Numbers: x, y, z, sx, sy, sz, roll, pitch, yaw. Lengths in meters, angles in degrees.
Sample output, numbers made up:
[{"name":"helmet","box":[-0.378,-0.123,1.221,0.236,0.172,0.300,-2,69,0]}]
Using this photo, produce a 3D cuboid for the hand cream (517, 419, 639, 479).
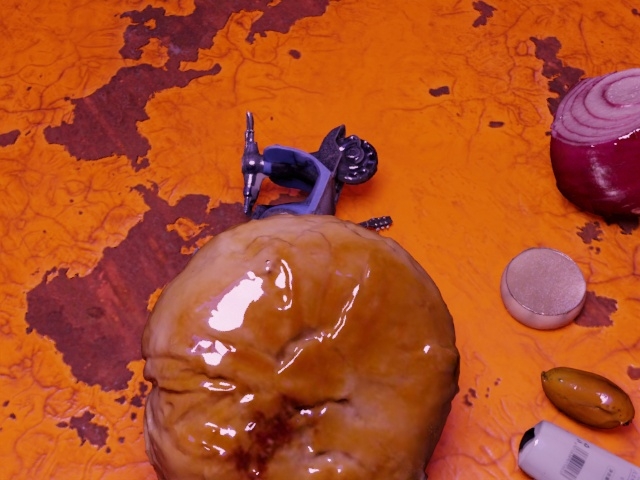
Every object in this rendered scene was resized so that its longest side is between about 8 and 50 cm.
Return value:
[{"name":"hand cream","box":[0.392,0.328,1.089,0.320,0.067,0.109,29,62,16]}]

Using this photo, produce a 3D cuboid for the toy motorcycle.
[{"name":"toy motorcycle","box":[-0.059,-0.035,1.284,0.212,0.125,0.359,17,63,13]}]

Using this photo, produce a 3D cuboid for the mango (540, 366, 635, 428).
[{"name":"mango","box":[0.350,0.204,1.161,0.127,0.077,0.063,22,56,25]}]

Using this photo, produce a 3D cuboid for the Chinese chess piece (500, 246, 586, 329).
[{"name":"Chinese chess piece","box":[0.320,0.069,1.274,0.122,0.051,0.122,-1,57,1]}]

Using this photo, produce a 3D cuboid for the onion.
[{"name":"onion","box":[0.469,-0.127,1.319,0.206,0.207,0.216,-53,25,-16]}]

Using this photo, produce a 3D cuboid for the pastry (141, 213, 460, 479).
[{"name":"pastry","box":[-0.027,0.165,1.058,0.409,0.245,0.410,0,89,-19]}]

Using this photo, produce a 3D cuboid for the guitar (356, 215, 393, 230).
[{"name":"guitar","box":[0.000,0.000,1.351,0.233,0.025,0.088,-16,57,-10]}]
